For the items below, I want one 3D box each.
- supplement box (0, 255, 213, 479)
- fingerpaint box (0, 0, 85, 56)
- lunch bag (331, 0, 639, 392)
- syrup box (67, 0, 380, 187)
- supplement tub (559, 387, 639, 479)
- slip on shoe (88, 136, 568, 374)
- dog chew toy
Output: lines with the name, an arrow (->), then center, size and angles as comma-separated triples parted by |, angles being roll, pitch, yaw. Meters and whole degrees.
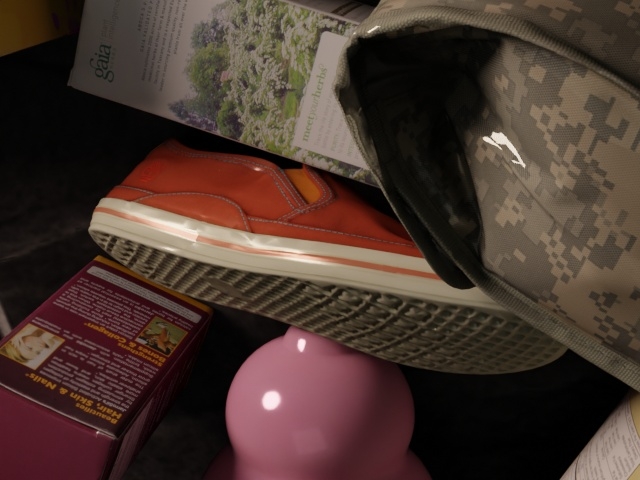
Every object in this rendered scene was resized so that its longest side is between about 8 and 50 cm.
supplement box -> -0.160, 0.097, 0.684 | 0.104, 0.188, 0.081 | 24, 115, 4
fingerpaint box -> -0.359, -0.332, 0.579 | 0.371, 0.163, 0.445 | 2, 111, 14
lunch bag -> 0.165, -0.066, 0.492 | 0.287, 0.235, 0.169 | 32, 136, 7
syrup box -> -0.029, -0.114, 0.621 | 0.237, 0.096, 0.093 | 19, 112, 6
supplement tub -> 0.248, 0.216, 0.610 | 0.228, 0.228, 0.316 | 29, 114, 1
slip on shoe -> 0.000, 0.000, 0.609 | 0.331, 0.101, 0.123 | 15, 157, 32
dog chew toy -> -0.004, 0.218, 0.695 | 0.206, 0.206, 0.332 | 4, 104, 12
